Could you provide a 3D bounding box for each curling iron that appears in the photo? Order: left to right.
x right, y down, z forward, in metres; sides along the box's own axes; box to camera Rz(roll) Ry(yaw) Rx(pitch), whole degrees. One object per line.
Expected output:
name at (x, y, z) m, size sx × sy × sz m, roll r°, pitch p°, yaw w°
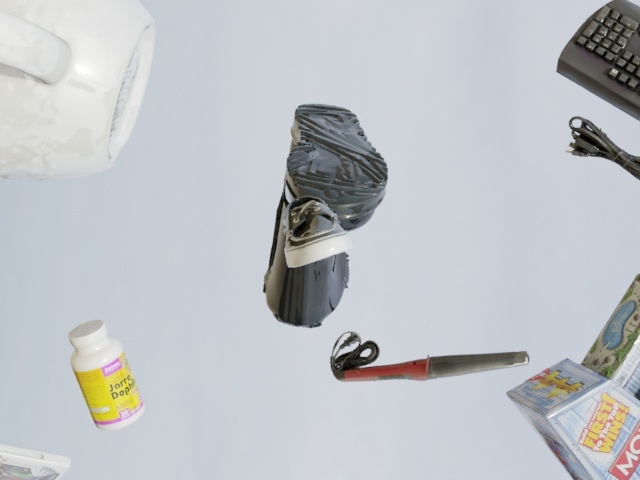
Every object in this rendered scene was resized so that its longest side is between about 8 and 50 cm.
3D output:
curling iron at (0.132, 0.151, 1.529) m, size 0.274 × 0.035 × 0.068 m, roll -2°, pitch -103°, yaw 28°

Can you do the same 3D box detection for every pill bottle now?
pill bottle at (-0.173, 0.107, 0.955) m, size 0.043 × 0.043 × 0.083 m, roll -132°, pitch -158°, yaw -68°

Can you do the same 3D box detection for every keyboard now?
keyboard at (0.412, -0.140, 1.370) m, size 0.201 × 0.317 × 0.033 m, roll -54°, pitch 161°, yaw -7°

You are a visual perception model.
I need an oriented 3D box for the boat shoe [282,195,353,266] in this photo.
boat shoe at (-0.008, -0.009, 0.879) m, size 0.142 × 0.049 × 0.040 m, roll -135°, pitch -154°, yaw -83°

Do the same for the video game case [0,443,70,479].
video game case at (-0.507, 0.371, 1.857) m, size 0.190 × 0.173 × 0.022 m, roll -46°, pitch -142°, yaw 39°

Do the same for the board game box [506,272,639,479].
board game box at (0.256, 0.137, 0.979) m, size 0.194 × 0.194 × 0.060 m, roll -57°, pitch -152°, yaw -4°

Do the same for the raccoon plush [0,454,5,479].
raccoon plush at (-0.405, 0.319, 1.168) m, size 0.216 × 0.446 × 0.299 m, roll -52°, pitch 170°, yaw 0°

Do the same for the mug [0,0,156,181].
mug at (-0.352, -0.198, 1.197) m, size 0.374 × 0.328 × 0.276 m, roll -146°, pitch -107°, yaw -88°

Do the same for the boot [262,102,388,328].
boot at (0.000, 0.000, 1.166) m, size 0.246 × 0.094 × 0.207 m, roll -101°, pitch -164°, yaw -64°
